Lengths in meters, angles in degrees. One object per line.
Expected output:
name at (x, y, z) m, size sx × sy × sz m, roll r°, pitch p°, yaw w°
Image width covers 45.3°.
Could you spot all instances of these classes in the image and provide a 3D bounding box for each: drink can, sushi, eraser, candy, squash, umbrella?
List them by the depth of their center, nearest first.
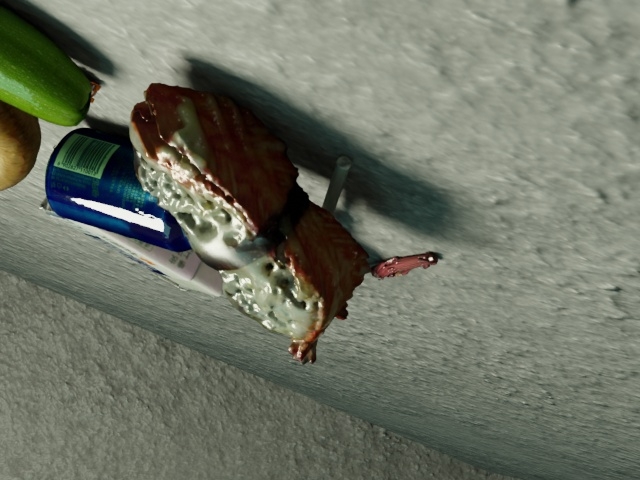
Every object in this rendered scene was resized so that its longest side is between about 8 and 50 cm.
squash at (-0.336, -0.195, 0.689) m, size 0.293 × 0.082 × 0.082 m, roll 27°, pitch 163°, yaw -28°
sushi at (-0.066, -0.018, 0.763) m, size 0.130 × 0.124 × 0.332 m, roll -19°, pitch 117°, yaw 47°
candy at (0.000, 0.000, 0.908) m, size 0.124 × 0.124 × 0.365 m, roll 21°, pitch 155°, yaw 0°
drink can at (-0.217, -0.059, 0.911) m, size 0.205 × 0.118 × 0.118 m, roll 17°, pitch 163°, yaw 17°
umbrella at (0.099, 0.034, 0.986) m, size 0.027 × 0.025 × 0.165 m, roll 44°, pitch 156°, yaw -13°
eraser at (-0.272, -0.011, 1.180) m, size 0.130 × 0.086 × 0.287 m, roll 7°, pitch 158°, yaw 44°

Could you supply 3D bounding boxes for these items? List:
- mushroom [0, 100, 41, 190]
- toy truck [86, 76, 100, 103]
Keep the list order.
mushroom at (-0.439, -0.149, 0.823) m, size 0.279 × 0.146 × 0.278 m, roll 8°, pitch 151°, yaw 4°
toy truck at (-0.268, -0.170, 0.785) m, size 0.083 × 0.024 × 0.032 m, roll 25°, pitch -168°, yaw -24°
